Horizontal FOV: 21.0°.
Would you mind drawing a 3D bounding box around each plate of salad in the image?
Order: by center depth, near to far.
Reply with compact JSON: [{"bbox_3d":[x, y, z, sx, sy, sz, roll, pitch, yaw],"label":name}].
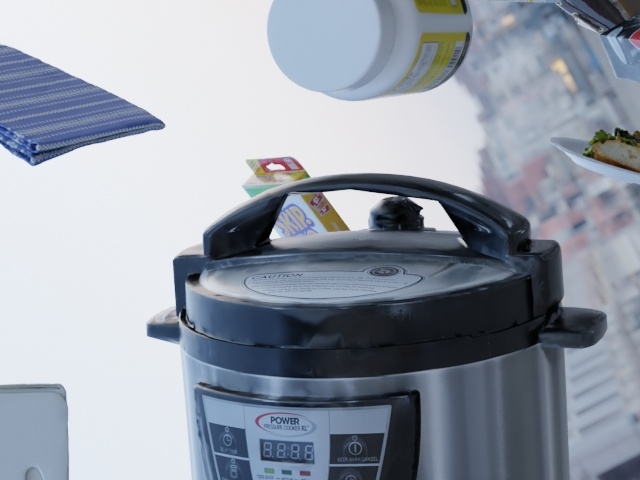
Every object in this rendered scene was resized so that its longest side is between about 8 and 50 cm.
[{"bbox_3d":[0.343,-0.091,1.840,0.200,0.199,0.048,-63,-14,-78],"label":"plate of salad"}]

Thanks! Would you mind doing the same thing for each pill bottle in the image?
[{"bbox_3d":[0.042,-0.177,1.440,0.119,0.119,0.208,62,-157,5],"label":"pill bottle"}]

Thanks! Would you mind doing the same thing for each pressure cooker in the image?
[{"bbox_3d":[0.046,0.145,1.622,0.375,0.369,0.420,-159,64,-65],"label":"pressure cooker"}]

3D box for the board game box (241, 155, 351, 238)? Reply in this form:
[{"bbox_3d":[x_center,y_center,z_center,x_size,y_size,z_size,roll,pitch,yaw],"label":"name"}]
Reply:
[{"bbox_3d":[0.000,0.000,2.185,0.124,0.039,0.259,0,129,57],"label":"board game box"}]

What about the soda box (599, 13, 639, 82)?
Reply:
[{"bbox_3d":[0.370,-0.202,1.845,0.060,0.053,0.169,64,165,-19],"label":"soda box"}]

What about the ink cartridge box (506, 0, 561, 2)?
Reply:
[{"bbox_3d":[0.127,-0.281,1.578,0.062,0.209,0.109,-54,-42,-35],"label":"ink cartridge box"}]

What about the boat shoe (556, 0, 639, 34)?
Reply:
[{"bbox_3d":[0.321,-0.275,1.975,0.207,0.073,0.073,35,-133,-33],"label":"boat shoe"}]

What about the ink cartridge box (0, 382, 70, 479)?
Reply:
[{"bbox_3d":[-0.219,0.177,1.198,0.212,0.093,0.154,156,112,-78],"label":"ink cartridge box"}]

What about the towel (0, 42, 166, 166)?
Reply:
[{"bbox_3d":[-0.392,-0.178,2.111,0.336,0.040,0.243,26,-155,26],"label":"towel"}]
